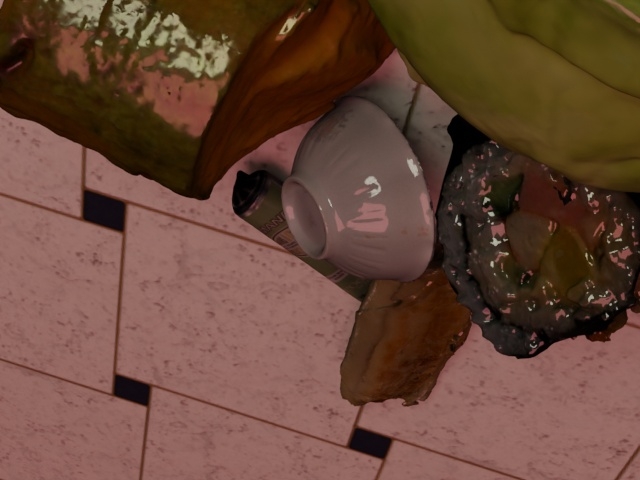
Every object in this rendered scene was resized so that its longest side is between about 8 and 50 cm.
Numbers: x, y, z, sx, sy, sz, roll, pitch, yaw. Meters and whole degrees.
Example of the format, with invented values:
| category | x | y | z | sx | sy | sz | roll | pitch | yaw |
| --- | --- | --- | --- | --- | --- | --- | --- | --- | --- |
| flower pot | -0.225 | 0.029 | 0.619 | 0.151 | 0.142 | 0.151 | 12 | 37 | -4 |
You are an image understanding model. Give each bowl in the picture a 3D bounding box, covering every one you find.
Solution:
| category | x | y | z | sx | sy | sz | roll | pitch | yaw |
| --- | --- | --- | --- | --- | --- | --- | --- | --- | --- |
| bowl | 0.019 | -0.033 | 1.012 | 0.189 | 0.086 | 0.189 | 46 | 148 | 40 |

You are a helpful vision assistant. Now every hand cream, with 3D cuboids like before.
| category | x | y | z | sx | sy | sz | roll | pitch | yaw |
| --- | --- | --- | --- | --- | --- | --- | --- | --- | --- |
| hand cream | 0.000 | 0.000 | 1.153 | 0.235 | 0.055 | 0.086 | 36 | 134 | -25 |

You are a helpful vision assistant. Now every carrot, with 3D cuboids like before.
| category | x | y | z | sx | sy | sz | roll | pitch | yaw |
| --- | --- | --- | --- | --- | --- | --- | --- | --- | --- |
| carrot | -0.112 | -0.163 | 0.901 | 0.340 | 0.241 | 0.241 | 23 | 136 | -2 |

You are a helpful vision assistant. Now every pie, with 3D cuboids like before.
| category | x | y | z | sx | sy | sz | roll | pitch | yaw |
| --- | --- | --- | --- | --- | --- | --- | --- | --- | --- |
| pie | 0.097 | 0.103 | 1.196 | 0.128 | 0.068 | 0.282 | 0 | 138 | -12 |

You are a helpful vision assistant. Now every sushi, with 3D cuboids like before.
| category | x | y | z | sx | sy | sz | roll | pitch | yaw |
| --- | --- | --- | --- | --- | --- | --- | --- | --- | --- |
| sushi | 0.235 | -0.021 | 0.960 | 0.238 | 0.218 | 0.225 | 0 | 99 | 56 |

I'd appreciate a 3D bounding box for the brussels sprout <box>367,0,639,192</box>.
| category | x | y | z | sx | sy | sz | roll | pitch | yaw |
| --- | --- | --- | --- | --- | --- | --- | --- | --- | --- |
| brussels sprout | 0.182 | -0.222 | 0.641 | 0.361 | 0.342 | 0.425 | 17 | 160 | -19 |
